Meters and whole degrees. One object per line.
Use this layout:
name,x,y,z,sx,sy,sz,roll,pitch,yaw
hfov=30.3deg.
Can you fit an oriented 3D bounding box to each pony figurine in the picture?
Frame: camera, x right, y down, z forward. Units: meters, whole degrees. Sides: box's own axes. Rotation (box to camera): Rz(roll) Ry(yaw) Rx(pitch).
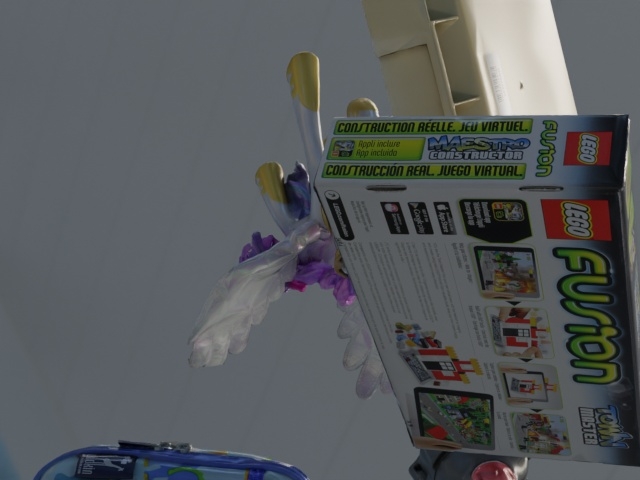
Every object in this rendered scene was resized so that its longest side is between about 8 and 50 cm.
pony figurine,0.000,0.000,1.471,0.363,0.303,0.351,-103,-155,-45

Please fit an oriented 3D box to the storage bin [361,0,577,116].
storage bin,0.109,-0.109,0.943,0.123,0.260,0.262,-11,-84,31

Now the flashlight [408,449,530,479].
flashlight,0.158,0.213,0.888,0.304,0.103,0.103,-121,-133,-72

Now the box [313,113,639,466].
box,0.078,0.030,0.504,0.114,0.207,0.036,2,-127,18

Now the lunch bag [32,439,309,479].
lunch bag,-0.084,0.226,0.673,0.090,0.176,0.218,83,14,-78
